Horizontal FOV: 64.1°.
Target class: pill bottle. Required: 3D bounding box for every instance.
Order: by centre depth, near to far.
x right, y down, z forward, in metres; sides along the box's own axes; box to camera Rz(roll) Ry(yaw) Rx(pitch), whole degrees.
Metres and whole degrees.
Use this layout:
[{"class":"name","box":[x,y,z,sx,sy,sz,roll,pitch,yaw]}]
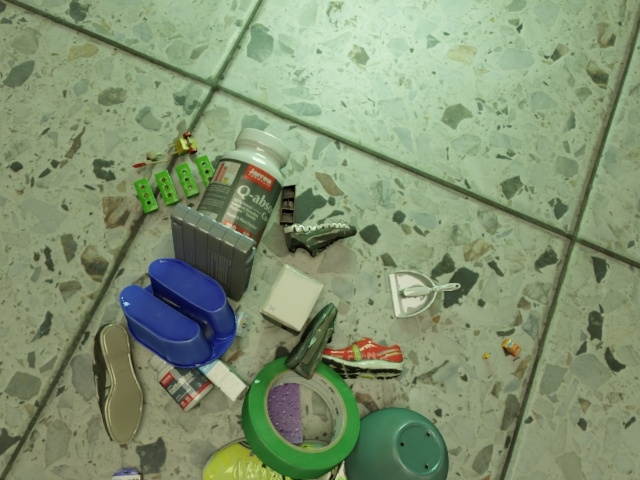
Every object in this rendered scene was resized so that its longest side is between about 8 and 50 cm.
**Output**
[{"class":"pill bottle","box":[-0.403,0.391,1.468,0.108,0.108,0.180,-44,84,-12]},{"class":"pill bottle","box":[-0.237,-0.140,1.551,0.210,0.210,0.363,21,77,0]}]

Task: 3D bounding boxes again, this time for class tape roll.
[{"class":"tape roll","box":[-0.052,0.474,1.395,0.321,0.077,0.321,16,43,-15]}]

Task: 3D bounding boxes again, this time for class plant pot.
[{"class":"plant pot","box":[0.231,0.583,1.386,0.290,0.195,0.290,8,56,-12]}]

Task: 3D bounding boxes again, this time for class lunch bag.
[{"class":"lunch bag","box":[-0.240,0.251,1.526,0.053,0.083,0.071,18,76,0]}]

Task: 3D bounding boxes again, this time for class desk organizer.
[{"class":"desk organizer","box":[-0.104,-0.114,1.637,0.047,0.050,0.130,3,77,-4]}]

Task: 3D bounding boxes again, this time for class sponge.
[{"class":"sponge","box":[-0.115,0.481,1.467,0.117,0.031,0.210,-1,50,-7]}]

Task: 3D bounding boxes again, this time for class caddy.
[{"class":"caddy","box":[-0.403,0.211,1.457,0.341,0.179,0.241,28,57,21]}]

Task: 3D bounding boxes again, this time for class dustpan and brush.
[{"class":"dustpan and brush","box":[0.331,0.157,1.607,0.211,0.060,0.148,-6,78,-6]}]

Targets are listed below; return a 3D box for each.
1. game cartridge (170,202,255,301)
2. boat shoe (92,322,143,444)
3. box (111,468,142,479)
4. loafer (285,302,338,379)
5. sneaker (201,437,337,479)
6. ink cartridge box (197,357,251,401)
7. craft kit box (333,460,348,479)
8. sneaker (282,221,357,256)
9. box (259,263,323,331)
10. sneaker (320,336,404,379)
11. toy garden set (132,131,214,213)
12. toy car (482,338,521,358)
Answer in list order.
[{"class":"game cartridge","box":[-0.300,0.045,1.433,0.230,0.355,0.068,23,61,-1]},{"class":"boat shoe","box":[-0.588,0.406,1.469,0.112,0.095,0.336,-3,79,-42]},{"class":"box","box":[-0.541,0.709,1.426,0.081,0.028,0.136,-1,75,-5]},{"class":"loafer","box":[-0.010,0.294,1.498,0.084,0.096,0.267,45,43,-5]},{"class":"sneaker","box":[-0.140,0.624,1.418,0.384,0.147,0.145,-6,80,-5]},{"class":"ink cartridge box","box":[-0.267,0.405,1.478,0.180,0.104,0.060,42,77,6]},{"class":"craft kit box","box":[0.146,0.735,1.465,0.249,0.061,0.247,27,79,1]},{"class":"sneaker","box":[0.000,0.000,1.610,0.234,0.078,0.106,-2,80,-2]},{"class":"box","box":[-0.083,0.179,1.479,0.126,0.232,0.149,27,77,2]},{"class":"sneaker","box":[0.111,0.347,1.540,0.278,0.107,0.118,6,50,1]},{"class":"toy garden set","box":[-0.472,-0.218,1.634,0.244,0.049,0.204,-22,82,-9]},{"class":"toy car","box":[0.572,0.354,1.594,0.122,0.040,0.060,-30,81,-11]}]
